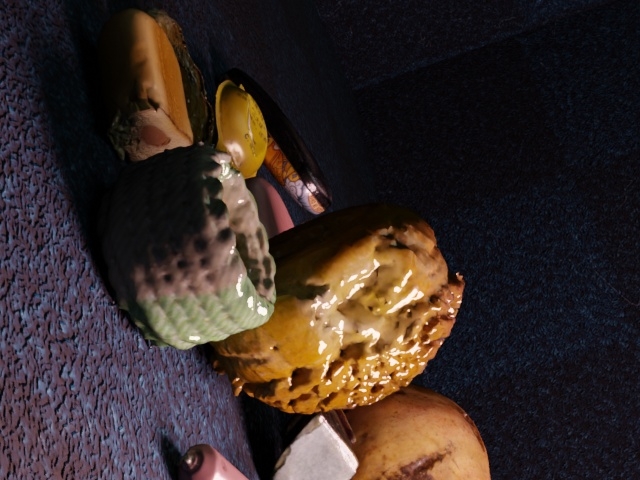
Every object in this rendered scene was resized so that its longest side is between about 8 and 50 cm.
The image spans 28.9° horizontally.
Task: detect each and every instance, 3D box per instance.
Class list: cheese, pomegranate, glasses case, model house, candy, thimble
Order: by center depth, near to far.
[{"bbox_3d":[-0.146,0.007,1.368,0.219,0.150,0.219,-17,90,-81],"label":"thimble"},{"bbox_3d":[-0.019,0.286,1.696,0.106,0.165,0.152,38,13,-16],"label":"model house"},{"bbox_3d":[0.112,0.369,1.823,0.322,0.322,0.322,-18,90,-81],"label":"pomegranate"},{"bbox_3d":[-0.093,0.023,1.834,0.255,0.094,0.255,-16,90,-80],"label":"candy"},{"bbox_3d":[-0.139,-0.152,1.994,0.270,0.069,0.177,-81,155,-47],"label":"cheese"},{"bbox_3d":[-0.080,-0.176,2.166,0.321,0.082,0.122,56,5,29],"label":"glasses case"}]

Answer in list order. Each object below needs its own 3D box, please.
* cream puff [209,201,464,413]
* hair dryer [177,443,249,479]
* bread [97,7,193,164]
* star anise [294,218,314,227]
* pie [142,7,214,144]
[{"bbox_3d":[0.018,0.099,1.584,0.231,0.327,0.343,66,30,-12],"label":"cream puff"},{"bbox_3d":[-0.063,0.347,1.400,0.352,0.125,0.210,51,22,-41],"label":"hair dryer"},{"bbox_3d":[-0.220,-0.184,1.506,0.134,0.085,0.173,49,25,-60],"label":"bread"},{"bbox_3d":[0.000,0.000,2.117,0.218,0.228,0.148,79,-6,-47],"label":"star anise"},{"bbox_3d":[-0.205,-0.186,1.713,0.274,0.055,0.274,-13,90,-80],"label":"pie"}]
